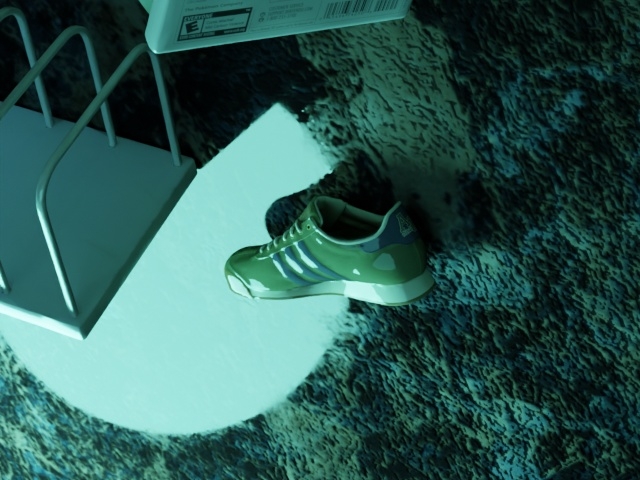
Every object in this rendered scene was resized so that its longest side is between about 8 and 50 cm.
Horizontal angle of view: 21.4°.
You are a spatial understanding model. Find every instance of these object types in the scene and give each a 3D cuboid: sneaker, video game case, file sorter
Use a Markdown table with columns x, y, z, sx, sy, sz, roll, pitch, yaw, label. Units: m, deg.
| x | y | z | sx | sy | sz | roll | pitch | yaw | label |
| --- | --- | --- | --- | --- | --- | --- | --- | --- | --- |
| 0.000 | 0.000 | 1.378 | 0.192 | 0.064 | 0.086 | 3 | 121 | 31 | sneaker |
| -0.006 | -0.206 | 1.111 | 0.023 | 0.201 | 0.183 | 61 | 148 | 31 | video game case |
| -0.276 | -0.081 | 1.366 | 0.278 | 0.193 | 0.173 | 17 | 143 | 20 | file sorter |

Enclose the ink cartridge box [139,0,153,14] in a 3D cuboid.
| x | y | z | sx | sy | sz | roll | pitch | yaw | label |
| --- | --- | --- | --- | --- | --- | --- | --- | --- | --- |
| -0.110 | -0.278 | 1.205 | 0.181 | 0.056 | 0.224 | -20 | 116 | 42 | ink cartridge box |
